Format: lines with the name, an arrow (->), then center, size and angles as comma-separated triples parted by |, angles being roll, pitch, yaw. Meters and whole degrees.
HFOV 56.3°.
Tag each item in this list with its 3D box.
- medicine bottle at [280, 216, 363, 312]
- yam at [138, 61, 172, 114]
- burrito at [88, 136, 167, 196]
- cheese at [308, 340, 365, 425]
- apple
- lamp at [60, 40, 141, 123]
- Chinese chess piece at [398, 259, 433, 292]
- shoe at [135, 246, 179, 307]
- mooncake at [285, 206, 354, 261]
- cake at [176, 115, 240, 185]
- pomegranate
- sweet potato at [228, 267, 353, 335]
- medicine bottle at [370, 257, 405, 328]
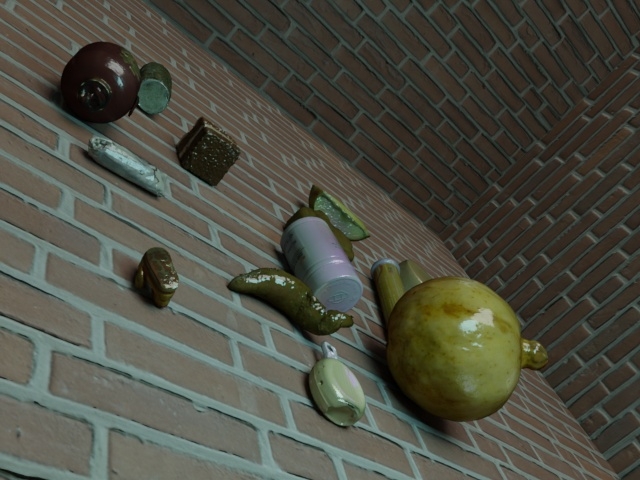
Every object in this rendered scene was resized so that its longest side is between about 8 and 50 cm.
medicine bottle -> 0.000, 0.068, 1.610 | 0.152, 0.152, 0.254 | 31, 21, -40
yam -> -0.499, -0.455, 1.790 | 0.107, 0.107, 0.194 | 35, 18, -29
burrito -> -0.421, -0.164, 1.324 | 0.203, 0.064, 0.064 | 33, 19, -37
cheese -> 0.030, 0.291, 1.276 | 0.137, 0.064, 0.227 | 41, 17, -24
apple -> 0.045, -0.089, 2.200 | 0.265, 0.120, 0.193 | 42, 2, -17
lamp -> -0.511, -0.370, 1.416 | 0.180, 0.180, 0.258 | 36, 18, -27
Chinese chess piece -> 0.393, 0.195, 2.363 | 0.273, 0.102, 0.273 | 42, 15, -13
shoe -> -0.291, 0.065, 1.055 | 0.109, 0.069, 0.072 | 41, 38, 22
mooncake -> 0.000, 0.000, 1.862 | 0.235, 0.117, 0.235 | 43, 14, -13
cake -> -0.318, -0.256, 1.693 | 0.135, 0.135, 0.147 | 34, 14, -30
pomegranate -> 0.376, 0.280, 1.559 | 0.410, 0.410, 0.410 | 40, 16, -14
sweet potato -> -0.066, 0.136, 1.385 | 0.310, 0.098, 0.124 | 29, 8, -16
medicine bottle -> 0.242, 0.198, 1.972 | 0.108, 0.108, 0.426 | 39, 17, -17
